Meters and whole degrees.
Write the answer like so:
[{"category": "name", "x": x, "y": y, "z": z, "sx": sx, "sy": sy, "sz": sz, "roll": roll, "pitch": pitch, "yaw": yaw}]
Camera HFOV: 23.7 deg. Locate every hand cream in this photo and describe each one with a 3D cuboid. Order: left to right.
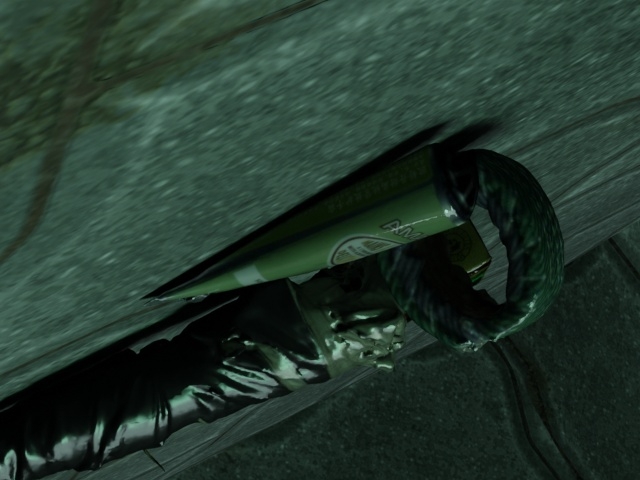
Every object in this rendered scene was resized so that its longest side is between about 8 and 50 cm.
[{"category": "hand cream", "x": 0.000, "y": 0.000, "z": 0.999, "sx": 0.235, "sy": 0.055, "sz": 0.086, "roll": -24, "pitch": 171, "yaw": 18}]

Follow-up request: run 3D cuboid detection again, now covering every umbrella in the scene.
[{"category": "umbrella", "x": -0.105, "y": 0.095, "z": 1.140, "sx": 0.357, "sy": 0.106, "sz": 0.113, "roll": -19, "pitch": 161, "yaw": -12}]

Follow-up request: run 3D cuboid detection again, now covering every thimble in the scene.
[{"category": "thimble", "x": 0.107, "y": 0.004, "z": 1.064, "sx": 0.118, "sy": 0.135, "sz": 0.090, "roll": -34, "pitch": 171, "yaw": 25}]

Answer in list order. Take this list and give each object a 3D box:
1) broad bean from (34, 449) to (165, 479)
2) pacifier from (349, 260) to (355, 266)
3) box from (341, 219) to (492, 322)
[{"category": "broad bean", "x": -0.294, "y": 0.259, "z": 1.330, "sx": 0.318, "sy": 0.098, "sz": 0.056, "roll": -37, "pitch": 168, "yaw": -7}, {"category": "pacifier", "x": 0.067, "y": 0.023, "z": 1.275, "sx": 0.081, "sy": 0.078, "sz": 0.099, "roll": -53, "pitch": 165, "yaw": 14}, {"category": "box", "x": 0.038, "y": 0.059, "z": 1.411, "sx": 0.240, "sy": 0.071, "sz": 0.159, "roll": -29, "pitch": 169, "yaw": 0}]
